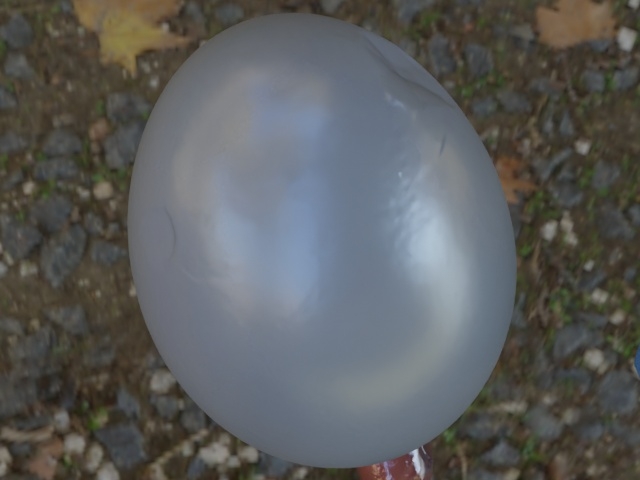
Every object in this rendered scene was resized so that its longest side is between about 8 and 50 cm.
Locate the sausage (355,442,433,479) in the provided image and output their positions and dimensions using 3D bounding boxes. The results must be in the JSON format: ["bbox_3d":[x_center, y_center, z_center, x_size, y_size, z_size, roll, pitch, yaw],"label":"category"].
[{"bbox_3d":[0.053,0.156,1.133,0.054,0.059,0.094,-14,100,26],"label":"sausage"}]

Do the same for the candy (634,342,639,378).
[{"bbox_3d":[0.273,0.080,0.853,0.100,0.157,0.306,11,20,-3],"label":"candy"}]

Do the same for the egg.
[{"bbox_3d":[0.000,0.000,0.678,0.176,0.232,0.176,-8,40,7],"label":"egg"}]
